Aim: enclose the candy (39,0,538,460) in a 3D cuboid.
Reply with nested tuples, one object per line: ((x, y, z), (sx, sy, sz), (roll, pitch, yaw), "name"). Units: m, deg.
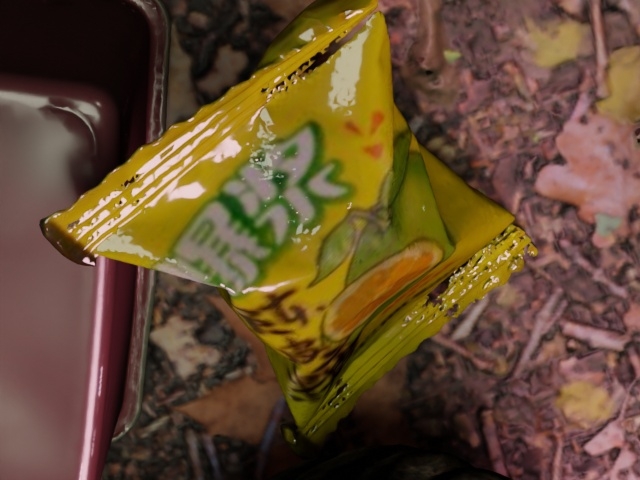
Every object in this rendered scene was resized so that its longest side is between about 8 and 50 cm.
((0.000, 0.000, 0.872), (0.187, 0.081, 0.297), (-41, 147, -2), "candy")

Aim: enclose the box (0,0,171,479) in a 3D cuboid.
((-0.180, 0.009, 0.893), (0.193, 0.167, 0.294), (4, 112, -6), "box")

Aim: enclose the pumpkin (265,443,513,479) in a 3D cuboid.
((0.064, 0.238, 0.964), (0.296, 0.296, 0.296), (-1, 112, -2), "pumpkin")
